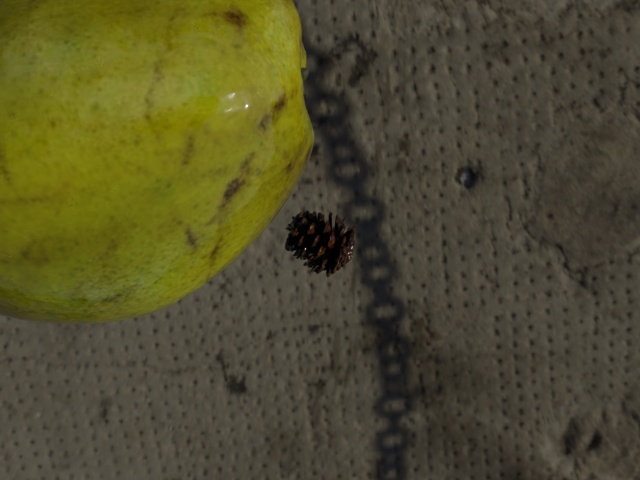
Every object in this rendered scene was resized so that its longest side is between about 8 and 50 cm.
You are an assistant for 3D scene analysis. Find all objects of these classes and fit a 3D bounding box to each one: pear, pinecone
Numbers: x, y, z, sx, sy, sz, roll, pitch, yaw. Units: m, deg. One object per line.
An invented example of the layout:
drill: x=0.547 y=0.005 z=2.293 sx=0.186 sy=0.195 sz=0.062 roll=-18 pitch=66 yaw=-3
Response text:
pear: x=-0.152 y=-0.072 z=0.699 sx=0.307 sy=0.253 sz=0.253 roll=-14 pitch=115 yaw=2
pinecone: x=0.000 y=0.000 z=1.195 sx=0.083 sy=0.077 sz=0.077 roll=26 pitch=113 yaw=-10
